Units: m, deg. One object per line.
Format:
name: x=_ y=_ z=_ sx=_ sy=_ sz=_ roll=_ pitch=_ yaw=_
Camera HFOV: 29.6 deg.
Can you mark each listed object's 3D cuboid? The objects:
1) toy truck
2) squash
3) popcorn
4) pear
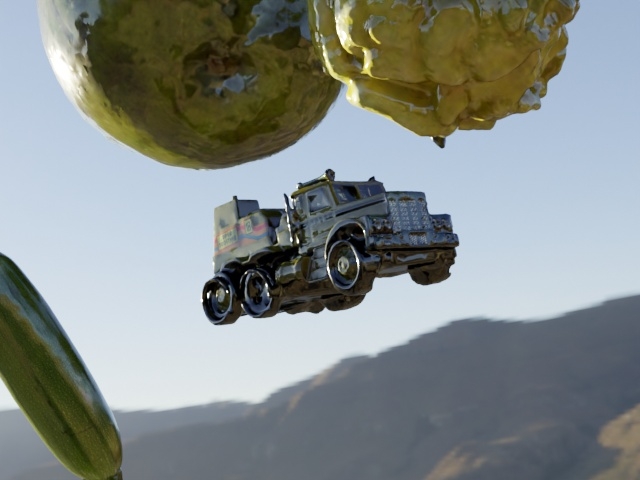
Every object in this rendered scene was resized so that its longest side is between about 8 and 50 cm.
toy truck: x=0.002 y=0.004 z=1.124 sx=0.127 sy=0.127 sz=0.257 roll=-1 pitch=-8 yaw=-40
squash: x=-0.227 y=0.116 z=1.017 sx=0.066 sy=0.252 sz=0.066 roll=-28 pitch=12 yaw=7
popcorn: x=0.107 y=-0.200 z=1.018 sx=0.249 sy=0.249 sz=0.225 roll=-11 pitch=-40 yaw=7
pear: x=-0.137 y=-0.241 z=1.304 sx=0.351 sy=0.352 sz=0.413 roll=-7 pitch=26 yaw=-13
